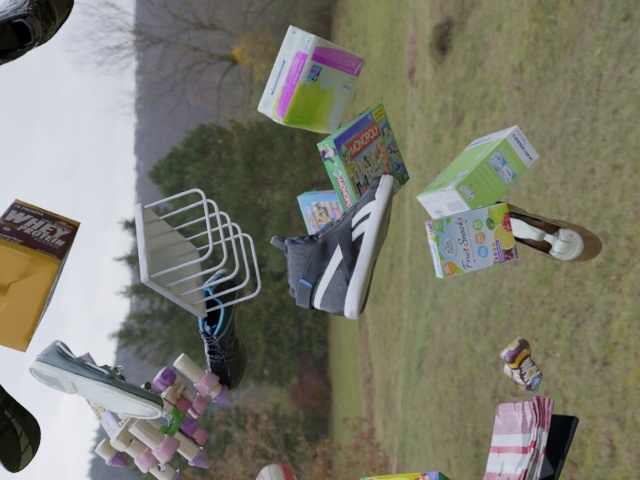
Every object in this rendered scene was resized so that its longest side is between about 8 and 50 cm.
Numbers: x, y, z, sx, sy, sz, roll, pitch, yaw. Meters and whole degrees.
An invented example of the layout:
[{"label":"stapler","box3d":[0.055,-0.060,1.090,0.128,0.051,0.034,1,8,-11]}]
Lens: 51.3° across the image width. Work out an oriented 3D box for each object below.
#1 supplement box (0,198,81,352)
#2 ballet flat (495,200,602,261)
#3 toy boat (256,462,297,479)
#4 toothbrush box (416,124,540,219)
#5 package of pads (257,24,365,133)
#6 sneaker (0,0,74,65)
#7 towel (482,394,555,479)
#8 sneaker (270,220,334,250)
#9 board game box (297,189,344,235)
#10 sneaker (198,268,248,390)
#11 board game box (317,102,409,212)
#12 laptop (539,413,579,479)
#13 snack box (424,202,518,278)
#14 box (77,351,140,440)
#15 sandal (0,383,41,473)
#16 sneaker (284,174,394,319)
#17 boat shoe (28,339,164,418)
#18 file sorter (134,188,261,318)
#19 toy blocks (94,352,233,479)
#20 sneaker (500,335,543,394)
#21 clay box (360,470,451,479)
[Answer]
[{"label":"supplement box","box3d":[-0.548,0.059,1.218,0.191,0.129,0.194,-63,17,18]},{"label":"ballet flat","box3d":[0.598,-0.016,1.806,0.124,0.343,0.116,-47,-20,-73]},{"label":"toy boat","box3d":[-0.032,0.481,1.112,0.231,0.151,0.150,-141,63,-74]},{"label":"toothbrush box","box3d":[0.442,-0.179,1.889,0.283,0.122,0.206,-45,12,-19]},{"label":"package of pads","box3d":[-0.016,-0.389,1.680,0.296,0.101,0.229,-9,-55,-62]},{"label":"sneaker","box3d":[-0.508,-0.366,1.154,0.283,0.124,0.107,-55,-40,-37]},{"label":"towel","box3d":[0.311,0.434,1.147,0.237,0.037,0.328,100,-171,-71]},{"label":"sneaker","box3d":[0.000,0.000,1.230,0.051,0.170,0.089,-174,106,-81]},{"label":"board game box","box3d":[0.042,-0.070,1.980,0.210,0.047,0.160,-1,115,41]},{"label":"sneaker","box3d":[-0.278,0.252,1.781,0.140,0.125,0.340,-33,-57,-66]},{"label":"board game box","box3d":[0.112,-0.185,1.597,0.317,0.046,0.213,-46,-61,-53]},{"label":"laptop","box3d":[0.445,0.513,1.467,0.234,0.137,0.264,-54,-28,-32]},{"label":"snack box","box3d":[0.257,0.000,1.132,0.037,0.141,0.100,180,77,-78]},{"label":"box","box3d":[-0.666,0.498,2.058,0.324,0.067,0.063,57,-151,1]},{"label":"sandal","box3d":[-0.769,0.417,1.580,0.120,0.086,0.302,-45,-59,-43]},{"label":"sneaker","box3d":[0.019,-0.009,0.866,0.079,0.121,0.216,83,-157,-55]},{"label":"boat shoe","box3d":[-0.491,0.309,1.506,0.116,0.320,0.099,100,-171,-49]},{"label":"file sorter","box3d":[-0.277,0.029,1.545,0.277,0.173,0.192,51,-158,-61]},{"label":"toy blocks","box3d":[-0.388,0.514,1.772,0.309,0.260,0.288,-38,15,39]},{"label":"sneaker","box3d":[0.436,0.268,1.418,0.084,0.069,0.185,47,175,33]},{"label":"clay box","box3d":[0.148,0.533,1.318,0.222,0.053,0.127,-20,43,36]}]
